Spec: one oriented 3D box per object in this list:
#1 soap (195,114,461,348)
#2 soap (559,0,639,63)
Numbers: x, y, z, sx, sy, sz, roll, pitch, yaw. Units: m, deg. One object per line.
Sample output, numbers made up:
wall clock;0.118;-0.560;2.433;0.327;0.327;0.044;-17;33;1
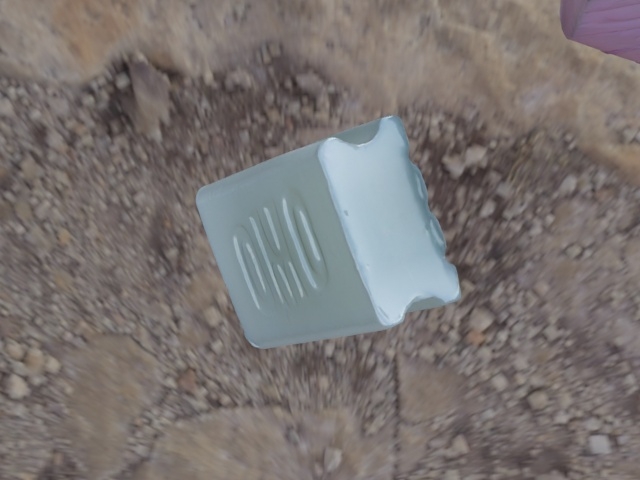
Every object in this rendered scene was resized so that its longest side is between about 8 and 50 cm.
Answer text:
soap;0.000;0.000;1.099;0.066;0.198;0.119;-20;92;-26
soap;0.235;-0.183;1.058;0.193;0.324;0.109;-11;82;30
